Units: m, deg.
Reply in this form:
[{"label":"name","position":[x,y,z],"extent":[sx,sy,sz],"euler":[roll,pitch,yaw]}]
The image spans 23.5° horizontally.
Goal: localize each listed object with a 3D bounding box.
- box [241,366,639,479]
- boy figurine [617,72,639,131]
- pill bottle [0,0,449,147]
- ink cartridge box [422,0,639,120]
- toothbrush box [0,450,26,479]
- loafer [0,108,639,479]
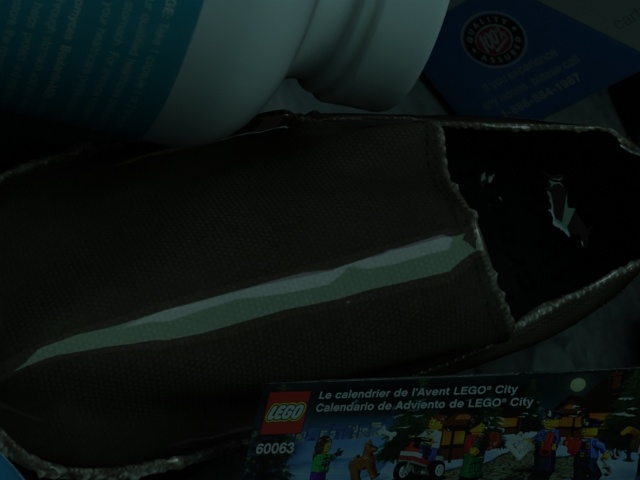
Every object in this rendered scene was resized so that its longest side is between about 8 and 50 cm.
[{"label":"box","position":[0.096,0.118,0.528],"extent":[0.233,0.159,0.044],"euler":[52,43,-47]},{"label":"boy figurine","position":[0.274,-0.128,0.884],"extent":[0.285,0.092,0.177],"euler":[-15,80,-39]},{"label":"pill bottle","position":[-0.092,-0.113,0.487],"extent":[0.264,0.146,0.146],"euler":[12,64,-17]},{"label":"ink cartridge box","position":[0.075,-0.223,0.663],"extent":[0.307,0.223,0.129],"euler":[49,51,-13]},{"label":"toothbrush box","position":[-0.245,0.038,0.354],"extent":[0.295,0.126,0.216],"euler":[52,49,-12]},{"label":"loafer","position":[0.000,0.000,0.572],"extent":[0.366,0.130,0.134],"euler":[-16,83,-43]}]
